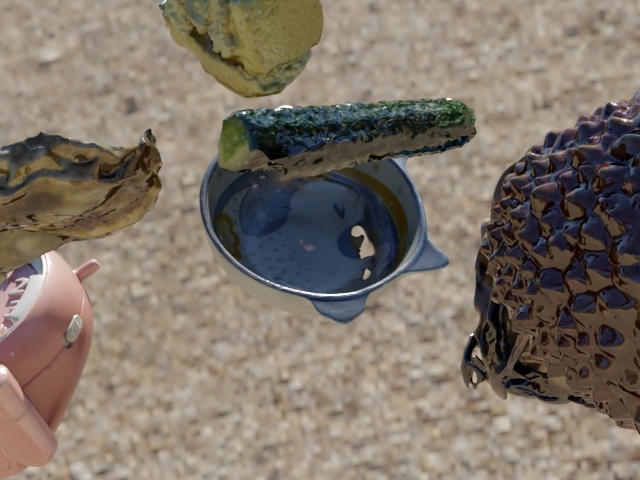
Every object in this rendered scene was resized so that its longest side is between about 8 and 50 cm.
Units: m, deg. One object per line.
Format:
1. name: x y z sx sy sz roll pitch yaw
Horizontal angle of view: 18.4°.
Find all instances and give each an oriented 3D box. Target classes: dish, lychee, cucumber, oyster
1. dish: 0.000 0.000 1.766 0.228 0.086 0.236 14 49 0
2. lychee: 0.230 0.008 1.224 0.271 0.271 0.271 -9 28 5
3. cucumber: 0.029 -0.071 1.322 0.044 0.043 0.257 34 27 33
4. oyster: -0.177 0.009 0.967 0.129 0.078 0.345 -14 -7 -33

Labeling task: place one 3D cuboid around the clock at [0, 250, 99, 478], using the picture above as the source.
1. clock: -0.316 0.105 1.877 0.227 0.142 0.241 -8 43 28

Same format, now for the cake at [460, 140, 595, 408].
1. cake: 0.279 0.054 2.114 0.321 0.332 0.332 -26 31 -15

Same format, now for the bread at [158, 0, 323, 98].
1. bread: -0.058 -0.175 1.653 0.103 0.110 0.156 -25 10 -25
